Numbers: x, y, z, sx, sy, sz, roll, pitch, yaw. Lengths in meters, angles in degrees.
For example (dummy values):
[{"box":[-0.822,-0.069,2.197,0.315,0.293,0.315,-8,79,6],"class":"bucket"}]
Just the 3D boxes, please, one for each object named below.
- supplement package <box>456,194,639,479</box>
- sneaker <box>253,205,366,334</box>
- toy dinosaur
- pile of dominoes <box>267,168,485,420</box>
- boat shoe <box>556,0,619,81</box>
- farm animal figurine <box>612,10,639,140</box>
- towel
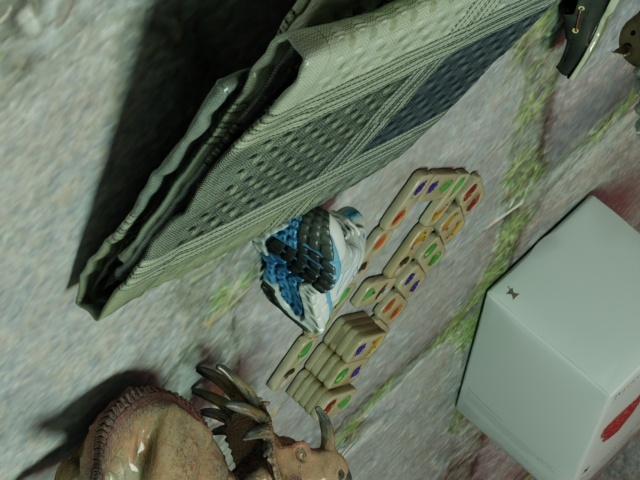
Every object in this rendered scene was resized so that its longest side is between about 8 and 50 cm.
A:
[{"box":[0.283,0.125,2.164,0.177,0.175,0.293,-41,160,-22],"class":"supplement package"},{"box":[0.000,0.000,1.446,0.083,0.071,0.191,-51,171,-16],"class":"sneaker"},{"box":[-0.108,0.162,1.430,0.200,0.127,0.296,-55,151,-7],"class":"toy dinosaur"},{"box":[0.065,0.046,1.717,0.251,0.040,0.196,-55,161,19],"class":"pile of dominoes"},{"box":[0.218,-0.186,1.610,0.133,0.042,0.049,110,7,-48],"class":"boat shoe"},{"box":[0.285,-0.247,1.414,0.330,0.172,0.327,-34,115,-40],"class":"farm animal figurine"},{"box":[0.015,-0.094,1.206,0.324,0.056,0.312,-29,169,-41],"class":"towel"}]
